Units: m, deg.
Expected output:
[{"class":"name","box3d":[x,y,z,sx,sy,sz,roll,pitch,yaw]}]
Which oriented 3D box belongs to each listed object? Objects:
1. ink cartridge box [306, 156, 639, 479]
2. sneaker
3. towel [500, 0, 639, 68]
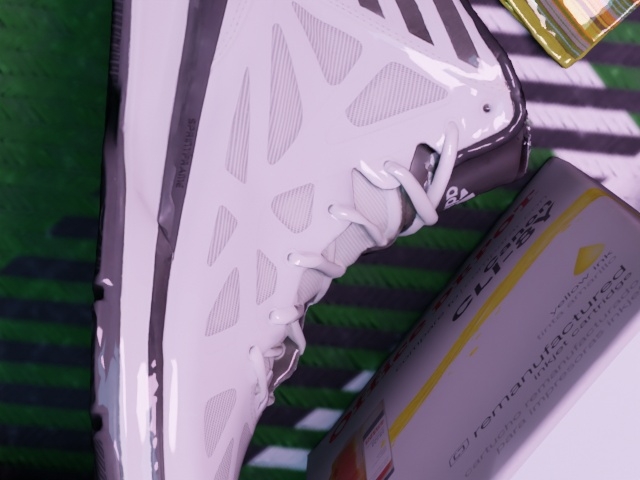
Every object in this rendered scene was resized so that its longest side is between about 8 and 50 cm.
[{"class":"ink cartridge box","box3d":[0.130,0.126,0.916,0.160,0.384,0.279,38,98,-6]},{"class":"sneaker","box3d":[0.000,-0.001,0.939,0.258,0.169,0.447,4,76,-7]},{"class":"towel","box3d":[0.211,-0.222,1.026,0.237,0.021,0.102,-42,101,6]}]
